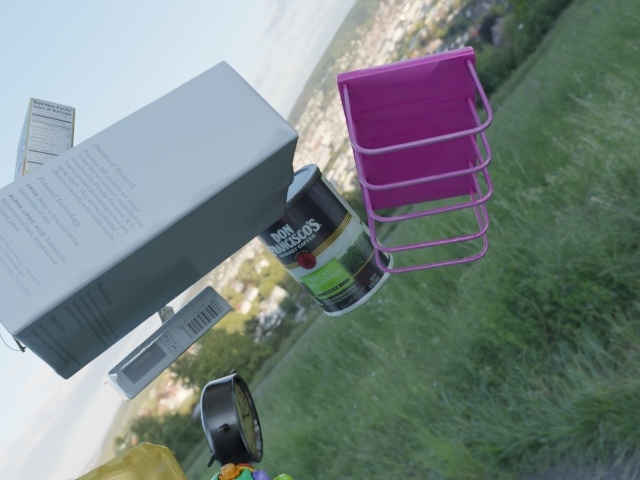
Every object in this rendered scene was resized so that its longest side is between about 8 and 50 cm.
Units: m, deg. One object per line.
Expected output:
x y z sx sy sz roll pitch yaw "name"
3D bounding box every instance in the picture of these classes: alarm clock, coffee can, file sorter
-0.131 0.257 0.850 0.064 0.129 0.192 -17 22 4 "alarm clock"
0.000 0.000 1.252 0.201 0.275 0.201 -37 19 15 "coffee can"
0.155 -0.105 0.888 0.291 0.202 0.182 71 -168 -49 "file sorter"

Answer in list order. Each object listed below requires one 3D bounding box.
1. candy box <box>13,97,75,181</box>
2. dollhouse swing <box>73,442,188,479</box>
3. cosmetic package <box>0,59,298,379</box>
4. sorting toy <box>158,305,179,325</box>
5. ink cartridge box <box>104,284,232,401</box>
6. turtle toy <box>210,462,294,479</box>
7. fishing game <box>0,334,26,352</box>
-0.534 -0.086 1.090 0.183 0.087 0.317 -39 52 47 "candy box"
-0.379 0.657 1.151 0.346 0.305 0.315 -21 -45 -42 "dollhouse swing"
-0.219 -0.025 0.717 0.385 0.156 0.217 -40 -14 -25 "cosmetic package"
-0.381 0.194 1.470 0.012 0.083 0.062 -46 -46 -53 "sorting toy"
-0.236 0.162 0.863 0.181 0.056 0.224 -43 1 -28 "ink cartridge box"
-0.087 0.322 0.728 0.095 0.130 0.066 115 168 -51 "turtle toy"
-0.752 0.217 1.143 0.264 0.189 0.041 -31 21 -12 "fishing game"
